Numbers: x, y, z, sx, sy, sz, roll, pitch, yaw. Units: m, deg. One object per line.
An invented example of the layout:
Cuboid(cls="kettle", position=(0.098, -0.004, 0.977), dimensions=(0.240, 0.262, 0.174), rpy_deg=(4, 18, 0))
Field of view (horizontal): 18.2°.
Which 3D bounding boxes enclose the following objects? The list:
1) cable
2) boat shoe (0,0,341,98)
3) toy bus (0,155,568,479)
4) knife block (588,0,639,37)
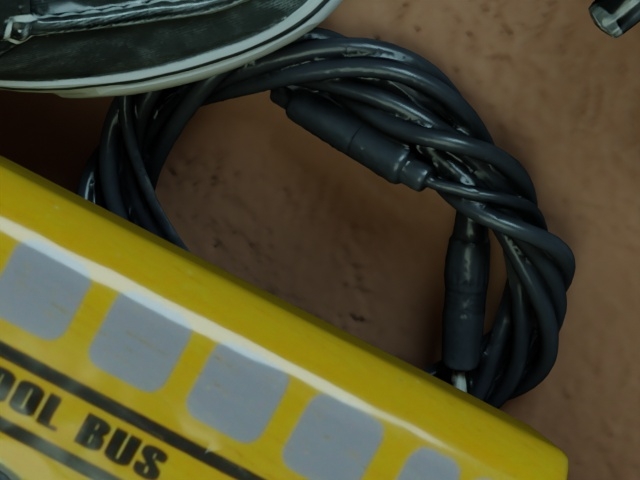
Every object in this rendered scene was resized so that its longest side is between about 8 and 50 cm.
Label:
Cuboid(cls="cable", position=(0.000, 0.000, 0.707), dimensions=(0.150, 0.047, 0.184), rpy_deg=(-31, 103, 24))
Cuboid(cls="boat shoe", position=(-0.131, -0.105, 0.611), dimensions=(0.306, 0.105, 0.113), rpy_deg=(8, 94, -11))
Cuboid(cls="toy bus", position=(-0.039, 0.079, 0.654), dimensions=(0.333, 0.108, 0.130), rpy_deg=(27, 89, -5))
Cuboid(cls="knife block", position=(0.221, -0.110, 0.578), dimensions=(0.276, 0.088, 0.242), rpy_deg=(6, 116, 11))
